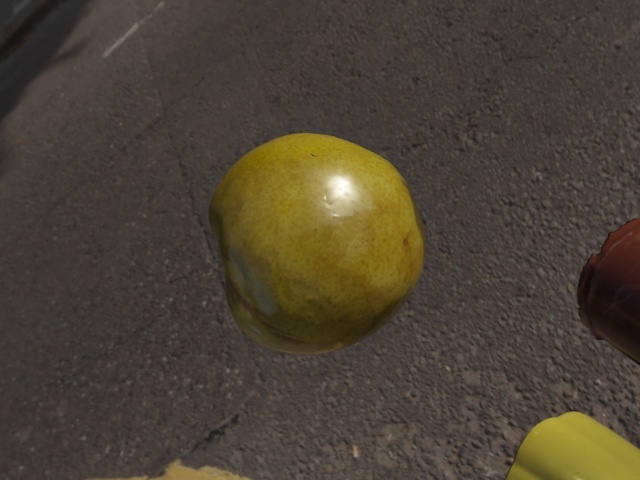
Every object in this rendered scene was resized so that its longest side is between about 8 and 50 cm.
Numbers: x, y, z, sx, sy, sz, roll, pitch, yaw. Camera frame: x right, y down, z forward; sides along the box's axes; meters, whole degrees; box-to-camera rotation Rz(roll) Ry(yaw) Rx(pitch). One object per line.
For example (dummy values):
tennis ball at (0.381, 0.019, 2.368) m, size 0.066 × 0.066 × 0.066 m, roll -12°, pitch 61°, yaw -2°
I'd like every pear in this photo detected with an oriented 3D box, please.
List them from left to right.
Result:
pear at (0.000, 0.000, 0.578) m, size 0.209 × 0.209 × 0.209 m, roll -18°, pitch 54°, yaw 27°

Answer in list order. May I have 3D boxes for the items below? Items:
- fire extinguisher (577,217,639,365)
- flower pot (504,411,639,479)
fire extinguisher at (0.310, 0.081, 0.320) m, size 0.147 × 0.106 × 0.337 m, roll -35°, pitch 33°, yaw -5°
flower pot at (0.362, 0.342, 0.768) m, size 0.195 × 0.195 × 0.179 m, roll -57°, pitch 26°, yaw -7°
